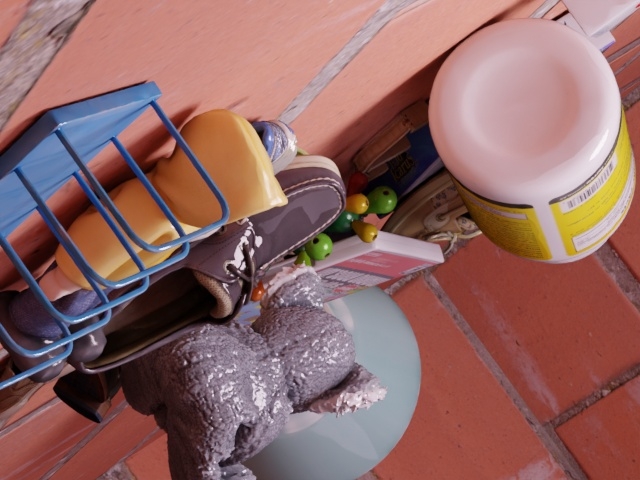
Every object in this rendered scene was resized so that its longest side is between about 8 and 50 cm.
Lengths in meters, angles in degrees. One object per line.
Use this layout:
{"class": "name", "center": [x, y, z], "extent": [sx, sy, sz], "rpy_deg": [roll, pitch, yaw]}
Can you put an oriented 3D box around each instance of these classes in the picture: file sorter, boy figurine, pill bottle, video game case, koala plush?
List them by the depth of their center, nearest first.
{"class": "file sorter", "center": [-0.158, -0.001, 1.206], "extent": [0.170, 0.104, 0.118], "rpy_deg": [-39, 174, 29]}
{"class": "boy figurine", "center": [-0.126, -0.003, 1.464], "extent": [0.285, 0.092, 0.177], "rpy_deg": [-36, 173, 35]}
{"class": "koala plush", "center": [-0.058, 0.132, 1.917], "extent": [0.221, 0.196, 0.203], "rpy_deg": [-21, 157, -21]}
{"class": "pill bottle", "center": [0.228, -0.087, 2.024], "extent": [0.188, 0.188, 0.334], "rpy_deg": [-36, 159, 1]}
{"class": "video game case", "center": [-0.024, 0.050, 2.229], "extent": [0.285, 0.025, 0.204], "rpy_deg": [-19, 168, 22]}
{"class": "video game case", "center": [0.187, -0.148, 2.278], "extent": [0.244, 0.061, 0.269], "rpy_deg": [-31, 173, -26]}

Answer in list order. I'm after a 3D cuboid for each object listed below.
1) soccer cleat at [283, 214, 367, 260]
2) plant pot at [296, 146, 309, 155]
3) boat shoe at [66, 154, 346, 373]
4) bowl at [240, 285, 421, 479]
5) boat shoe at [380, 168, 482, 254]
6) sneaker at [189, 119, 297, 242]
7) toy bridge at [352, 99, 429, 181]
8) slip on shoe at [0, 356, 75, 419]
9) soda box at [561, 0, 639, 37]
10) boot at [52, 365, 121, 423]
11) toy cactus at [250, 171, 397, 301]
{"class": "soccer cleat", "center": [0.000, -0.001, 2.351], "extent": [0.121, 0.093, 0.289], "rpy_deg": [-3, 172, -1]}
{"class": "plant pot", "center": [-0.049, -0.038, 1.756], "extent": [0.083, 0.083, 0.079], "rpy_deg": [-32, -173, -33]}
{"class": "boat shoe", "center": [-0.096, 0.027, 1.636], "extent": [0.285, 0.092, 0.103], "rpy_deg": [-26, 137, -10]}
{"class": "bowl", "center": [-0.040, 0.161, 2.542], "extent": [0.311, 0.311, 0.163], "rpy_deg": [-36, 154, 5]}
{"class": "boat shoe", "center": [0.184, -0.053, 2.276], "extent": [0.285, 0.089, 0.104], "rpy_deg": [-38, 174, 32]}
{"class": "sneaker", "center": [-0.083, -0.052, 1.569], "extent": [0.135, 0.052, 0.058], "rpy_deg": [-43, 163, 8]}
{"class": "toy bridge", "center": [0.068, -0.099, 2.161], "extent": [0.063, 0.026, 0.188], "rpy_deg": [-31, 173, -23]}
{"class": "slip on shoe", "center": [-0.283, 0.125, 1.855], "extent": [0.135, 0.051, 0.041], "rpy_deg": [-30, 138, 26]}
{"class": "soda box", "center": [0.329, -0.289, 1.894], "extent": [0.216, 0.074, 0.069], "rpy_deg": [-37, 174, 15]}
{"class": "boot", "center": [-0.228, 0.113, 2.031], "extent": [0.106, 0.082, 0.219], "rpy_deg": [-57, 177, -18]}
{"class": "toy cactus", "center": [-0.031, -0.010, 2.068], "extent": [0.219, 0.112, 0.180], "rpy_deg": [-38, -166, -5]}
